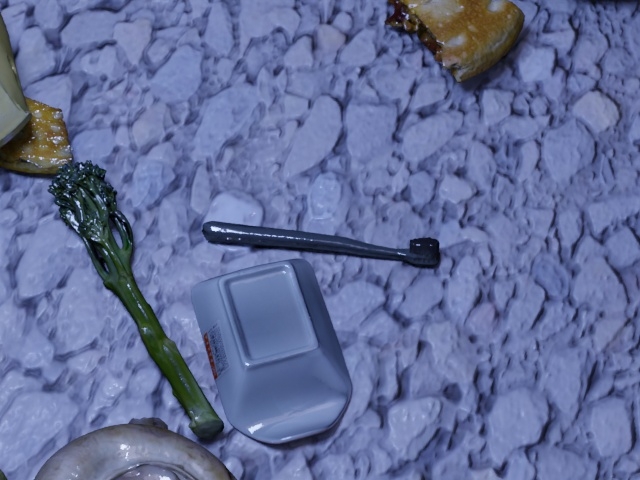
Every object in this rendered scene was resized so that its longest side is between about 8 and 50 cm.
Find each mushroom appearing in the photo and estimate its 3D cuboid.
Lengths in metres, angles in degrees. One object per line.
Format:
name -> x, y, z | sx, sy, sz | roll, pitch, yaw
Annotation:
mushroom -> -0.185, 0.294, 1.296 | 0.254, 0.184, 0.255 | 5, 59, -8

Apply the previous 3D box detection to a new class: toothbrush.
toothbrush -> 0.000, 0.000, 1.574 | 0.297, 0.031, 0.030 | 6, 34, 3

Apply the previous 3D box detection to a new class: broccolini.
broccolini -> -0.218, 0.058, 1.496 | 0.079, 0.074, 0.392 | -44, 61, 17

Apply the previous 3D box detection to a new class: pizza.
pizza -> 0.164, -0.289, 1.729 | 0.194, 0.069, 0.154 | 34, 64, 24
pizza -> -0.378, -0.132, 1.630 | 0.160, 0.036, 0.099 | 18, 61, 7

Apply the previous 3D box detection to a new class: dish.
dish -> -0.053, 0.119, 1.481 | 0.154, 0.064, 0.234 | -14, 62, -11

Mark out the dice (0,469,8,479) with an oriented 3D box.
dice -> -0.385, 0.328, 1.282 | 0.166, 0.169, 0.169 | -12, 61, -8

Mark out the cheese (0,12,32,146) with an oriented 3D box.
cheese -> -0.529, -0.188, 1.589 | 0.315, 0.128, 0.260 | -20, 57, 4
